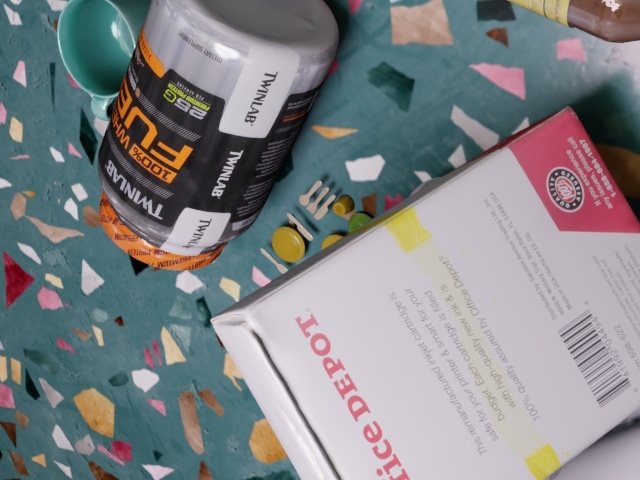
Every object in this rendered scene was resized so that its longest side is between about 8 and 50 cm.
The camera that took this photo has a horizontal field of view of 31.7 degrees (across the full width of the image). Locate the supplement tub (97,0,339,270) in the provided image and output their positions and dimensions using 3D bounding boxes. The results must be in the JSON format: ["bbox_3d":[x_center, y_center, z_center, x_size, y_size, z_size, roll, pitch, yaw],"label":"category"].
[{"bbox_3d":[-0.130,-0.138,1.287,0.207,0.207,0.338,39,127,15],"label":"supplement tub"}]

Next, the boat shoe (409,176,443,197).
[{"bbox_3d":[0.175,0.075,1.235,0.302,0.109,0.094,61,155,0],"label":"boat shoe"}]

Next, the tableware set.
[{"bbox_3d":[0.000,0.000,1.380,0.104,0.024,0.154,45,128,6],"label":"tableware set"}]

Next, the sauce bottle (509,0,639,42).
[{"bbox_3d":[0.242,-0.252,1.038,0.344,0.111,0.111,28,124,20],"label":"sauce bottle"}]

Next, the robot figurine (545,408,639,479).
[{"bbox_3d":[0.348,0.283,1.144,0.353,0.199,0.300,-33,50,40],"label":"robot figurine"}]

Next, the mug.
[{"bbox_3d":[-0.251,-0.242,1.396,0.129,0.097,0.157,52,131,4],"label":"mug"}]

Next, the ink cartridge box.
[{"bbox_3d":[0.130,0.092,1.079,0.279,0.384,0.160,60,162,-3],"label":"ink cartridge box"}]
